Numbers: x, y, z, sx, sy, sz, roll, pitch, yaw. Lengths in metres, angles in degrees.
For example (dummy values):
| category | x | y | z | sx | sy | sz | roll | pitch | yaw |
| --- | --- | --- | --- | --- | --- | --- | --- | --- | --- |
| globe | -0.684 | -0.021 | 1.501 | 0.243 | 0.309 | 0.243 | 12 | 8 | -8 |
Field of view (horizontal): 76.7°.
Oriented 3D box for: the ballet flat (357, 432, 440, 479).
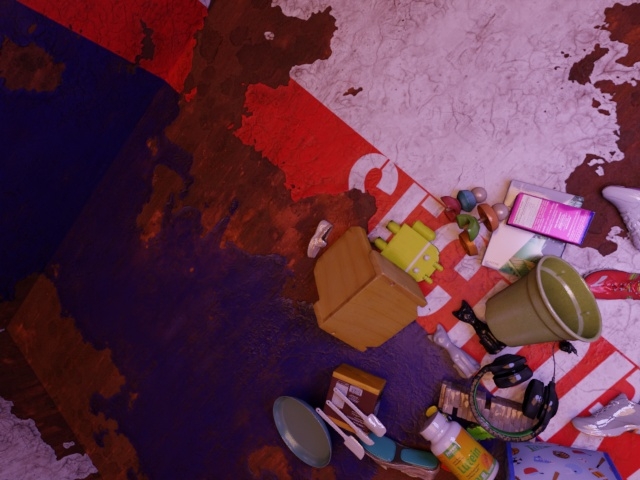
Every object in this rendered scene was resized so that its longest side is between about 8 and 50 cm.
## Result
| category | x | y | z | sx | sy | sz | roll | pitch | yaw |
| --- | --- | --- | --- | --- | --- | --- | --- | --- | --- |
| ballet flat | 0.289 | 0.834 | 1.539 | 0.315 | 0.107 | 0.106 | 11 | 121 | 24 |

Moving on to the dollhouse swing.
| category | x | y | z | sx | sy | sz | roll | pitch | yaw |
| --- | --- | --- | --- | --- | --- | --- | --- | --- | --- |
| dollhouse swing | 0.171 | 0.177 | 1.583 | 0.315 | 0.305 | 0.347 | 34 | 119 | -19 |

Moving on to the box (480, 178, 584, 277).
| category | x | y | z | sx | sy | sz | roll | pitch | yaw |
| --- | --- | --- | --- | --- | --- | --- | --- | --- | --- |
| box | 0.726 | -0.026 | 1.403 | 0.232 | 0.058 | 0.322 | 19 | 97 | 20 |

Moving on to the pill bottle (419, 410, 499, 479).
| category | x | y | z | sx | sy | sz | roll | pitch | yaw |
| --- | --- | --- | --- | --- | --- | --- | --- | --- | --- |
| pill bottle | 0.468 | 0.717 | 1.390 | 0.245 | 0.136 | 0.136 | 42 | 103 | 16 |

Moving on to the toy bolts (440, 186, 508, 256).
| category | x | y | z | sx | sy | sz | roll | pitch | yaw |
| --- | --- | --- | --- | --- | --- | --- | --- | --- | --- |
| toy bolts | 0.555 | -0.083 | 1.437 | 0.158 | 0.218 | 0.229 | -26 | 47 | 6 |

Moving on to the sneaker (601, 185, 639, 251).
| category | x | y | z | sx | sy | sz | roll | pitch | yaw |
| --- | --- | --- | --- | --- | --- | --- | --- | --- | --- |
| sneaker | 1.011 | -0.055 | 1.261 | 0.305 | 0.114 | 0.152 | 41 | 102 | 17 |

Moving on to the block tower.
| category | x | y | z | sx | sy | sz | roll | pitch | yaw |
| --- | --- | --- | --- | --- | --- | --- | --- | --- | --- |
| block tower | 0.594 | 0.597 | 1.426 | 0.335 | 0.091 | 0.097 | 10 | 93 | 22 |

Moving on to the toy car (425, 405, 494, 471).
| category | x | y | z | sx | sy | sz | roll | pitch | yaw |
| --- | --- | --- | --- | --- | --- | --- | --- | --- | --- |
| toy car | 0.523 | 0.703 | 1.472 | 0.224 | 0.053 | 0.239 | -19 | 83 | 20 |

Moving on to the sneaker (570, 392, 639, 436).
| category | x | y | z | sx | sy | sz | roll | pitch | yaw |
| --- | --- | --- | --- | --- | --- | --- | --- | --- | --- |
| sneaker | 0.943 | 0.555 | 1.298 | 0.262 | 0.099 | 0.121 | -10 | 78 | 13 |

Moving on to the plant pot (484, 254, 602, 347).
| category | x | y | z | sx | sy | sz | roll | pitch | yaw |
| --- | --- | --- | --- | --- | --- | --- | --- | --- | --- |
| plant pot | 0.684 | 0.221 | 1.296 | 0.254 | 0.276 | 0.276 | -43 | 72 | 49 |

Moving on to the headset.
| category | x | y | z | sx | sy | sz | roll | pitch | yaw |
| --- | --- | --- | --- | --- | --- | --- | --- | --- | --- |
| headset | 0.676 | 0.474 | 1.336 | 0.394 | 0.185 | 0.243 | -48 | 68 | 11 |

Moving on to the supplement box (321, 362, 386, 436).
| category | x | y | z | sx | sy | sz | roll | pitch | yaw |
| --- | --- | --- | --- | --- | --- | --- | --- | --- | --- |
| supplement box | 0.133 | 0.621 | 1.585 | 0.191 | 0.129 | 0.194 | 16 | 95 | 20 |

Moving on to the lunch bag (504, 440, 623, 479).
| category | x | y | z | sx | sy | sz | roll | pitch | yaw |
| --- | --- | --- | --- | --- | --- | --- | --- | --- | --- |
| lunch bag | 0.732 | 0.796 | 1.212 | 0.327 | 0.385 | 0.239 | -2 | 88 | 20 |

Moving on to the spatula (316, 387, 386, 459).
| category | x | y | z | sx | sy | sz | roll | pitch | yaw |
| --- | --- | --- | --- | --- | --- | --- | --- | --- | --- |
| spatula | 0.109 | 0.675 | 1.516 | 0.242 | 0.019 | 0.168 | 40 | 109 | 17 |

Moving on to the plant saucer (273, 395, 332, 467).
| category | x | y | z | sx | sy | sz | roll | pitch | yaw |
| --- | --- | --- | --- | --- | --- | --- | --- | --- | --- |
| plant saucer | -0.070 | 0.769 | 1.649 | 0.317 | 0.043 | 0.318 | 18 | 119 | 36 |

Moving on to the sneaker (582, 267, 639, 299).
| category | x | y | z | sx | sy | sz | roll | pitch | yaw |
| --- | --- | --- | --- | --- | --- | --- | --- | --- | --- |
| sneaker | 0.978 | 0.142 | 1.268 | 0.278 | 0.118 | 0.108 | -2 | 88 | 21 |

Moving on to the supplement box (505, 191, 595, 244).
| category | x | y | z | sx | sy | sz | roll | pitch | yaw |
| --- | --- | --- | --- | --- | --- | --- | --- | --- | --- |
| supplement box | 0.735 | -0.071 | 1.312 | 0.219 | 0.111 | 0.114 | 22 | 97 | 20 |

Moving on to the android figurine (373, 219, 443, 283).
| category | x | y | z | sx | sy | sz | roll | pitch | yaw |
| --- | --- | --- | --- | --- | --- | --- | --- | --- | --- |
| android figurine | 0.341 | 0.050 | 1.555 | 0.273 | 0.056 | 0.248 | 43 | 104 | 18 |

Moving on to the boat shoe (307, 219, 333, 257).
| category | x | y | z | sx | sy | sz | roll | pitch | yaw |
| --- | --- | --- | --- | --- | --- | --- | --- | --- | --- |
| boat shoe | 0.000 | 0.000 | 1.683 | 0.059 | 0.063 | 0.170 | 26 | 98 | 26 |

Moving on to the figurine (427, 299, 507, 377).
| category | x | y | z | sx | sy | sz | roll | pitch | yaw |
| --- | --- | --- | --- | --- | --- | --- | --- | --- | --- |
| figurine | 0.524 | 0.359 | 1.468 | 0.215 | 0.092 | 0.209 | -48 | 66 | 15 |
